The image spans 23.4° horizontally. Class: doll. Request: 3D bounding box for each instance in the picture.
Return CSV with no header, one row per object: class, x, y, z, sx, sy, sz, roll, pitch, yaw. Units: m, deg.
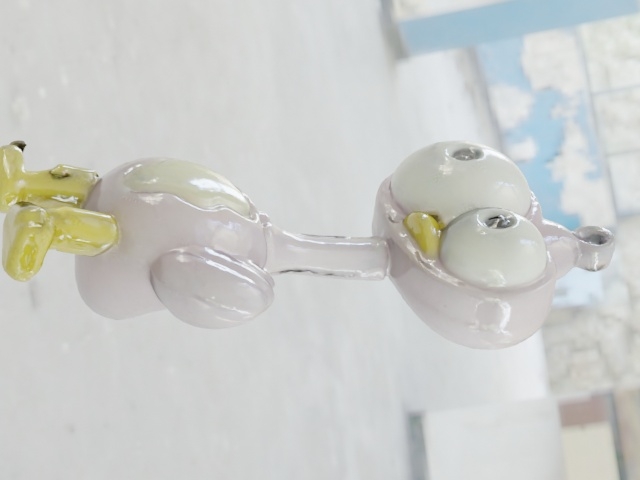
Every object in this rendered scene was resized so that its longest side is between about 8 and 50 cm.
doll,0.000,0.001,0.875,0.160,0.365,0.094,-122,-144,-59
